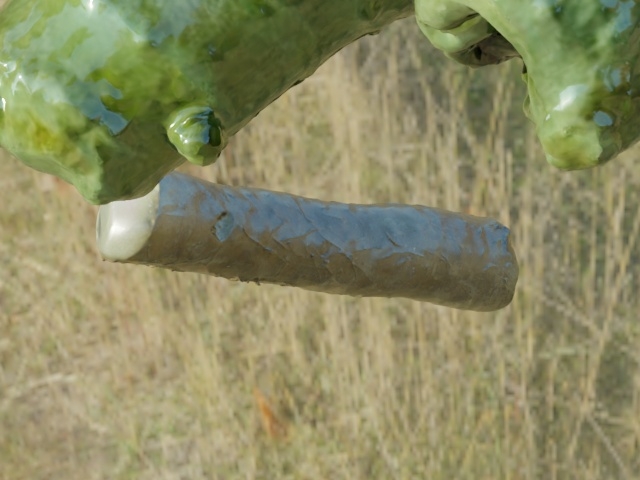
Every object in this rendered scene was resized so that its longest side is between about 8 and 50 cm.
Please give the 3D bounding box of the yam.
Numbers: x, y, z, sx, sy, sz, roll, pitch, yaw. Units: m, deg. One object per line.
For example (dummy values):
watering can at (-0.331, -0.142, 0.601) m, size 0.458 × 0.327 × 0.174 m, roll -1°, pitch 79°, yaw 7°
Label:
yam at (0.000, 0.000, 1.114) m, size 0.356 × 0.081 × 0.081 m, roll 9°, pitch 25°, yaw -38°

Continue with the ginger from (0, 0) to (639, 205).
ginger at (0.035, -0.083, 0.455) m, size 0.289 × 0.089 × 0.137 m, roll -4°, pitch 81°, yaw 4°
